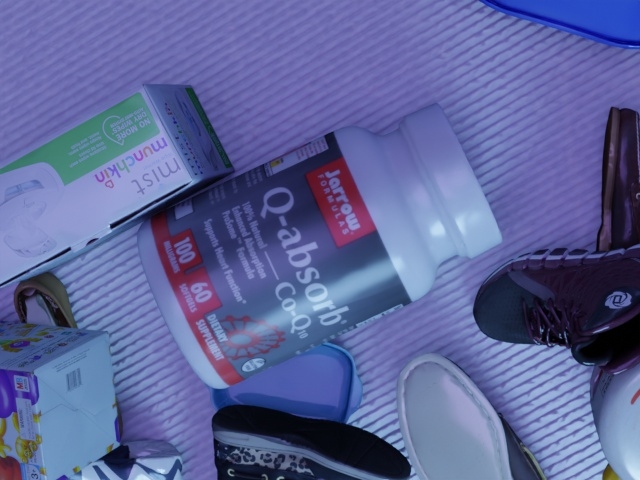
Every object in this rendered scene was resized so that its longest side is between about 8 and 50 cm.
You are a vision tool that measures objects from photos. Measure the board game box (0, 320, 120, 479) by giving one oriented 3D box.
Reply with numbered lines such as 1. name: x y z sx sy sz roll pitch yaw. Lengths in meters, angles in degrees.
1. board game box: -0.386 0.179 1.924 0.275 0.144 0.142 4 107 29

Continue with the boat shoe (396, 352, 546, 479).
1. boat shoe: 0.193 0.268 1.914 0.116 0.097 0.324 -32 88 20

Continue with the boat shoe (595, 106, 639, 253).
1. boat shoe: 0.346 -0.045 1.880 0.073 0.073 0.207 3 102 7

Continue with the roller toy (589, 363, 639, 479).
1. roller toy: 0.391 0.183 1.834 0.209 0.146 0.191 -18 105 9

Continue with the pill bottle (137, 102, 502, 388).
1. pill bottle: 0.000 0.000 1.859 0.363 0.210 0.210 -25 90 4

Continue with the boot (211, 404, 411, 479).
1. boot: -0.020 0.297 1.941 0.236 0.085 0.179 14 114 12

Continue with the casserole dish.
1. casserole dish: -0.042 0.164 1.973 0.188 0.037 0.114 9 96 7

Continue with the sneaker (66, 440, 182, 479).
1. sneaker: -0.280 0.319 1.975 0.235 0.094 0.153 -2 101 -21

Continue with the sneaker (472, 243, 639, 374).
1. sneaker: 0.266 0.084 1.812 0.281 0.162 0.106 -16 113 35

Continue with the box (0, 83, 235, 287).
1. box: -0.253 -0.061 1.891 0.262 0.231 0.127 -27 90 11

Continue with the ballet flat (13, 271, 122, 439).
1. ballet flat: -0.307 0.148 1.995 0.080 0.073 0.232 -25 90 8

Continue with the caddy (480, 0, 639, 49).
1. caddy: 0.294 -0.346 1.814 0.341 0.179 0.241 19 73 7
